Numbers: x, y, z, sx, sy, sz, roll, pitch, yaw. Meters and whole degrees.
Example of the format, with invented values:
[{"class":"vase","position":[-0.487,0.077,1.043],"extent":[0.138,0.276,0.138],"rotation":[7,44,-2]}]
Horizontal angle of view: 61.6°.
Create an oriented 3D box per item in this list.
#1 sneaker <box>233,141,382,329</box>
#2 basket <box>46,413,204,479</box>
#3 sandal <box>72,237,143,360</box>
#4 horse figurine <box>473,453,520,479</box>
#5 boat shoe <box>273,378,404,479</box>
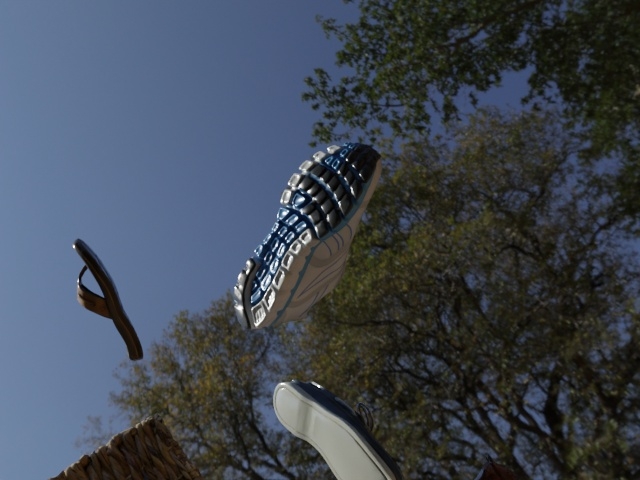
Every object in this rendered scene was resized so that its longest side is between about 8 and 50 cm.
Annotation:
[{"class":"sneaker","position":[0.000,0.000,0.474],"extent":[0.083,0.071,0.190],"rotation":[12,-59,-45]},{"class":"basket","position":[-0.223,0.434,0.707],"extent":[0.213,0.299,0.223],"rotation":[-30,-31,-30]},{"class":"sandal","position":[-0.352,0.101,0.862],"extent":[0.060,0.090,0.219],"rotation":[-25,-81,-19]},{"class":"horse figurine","position":[0.268,0.402,0.636],"extent":[0.174,0.263,0.066],"rotation":[-44,-50,-22]},{"class":"boat shoe","position":[0.031,0.278,0.773],"extent":[0.079,0.254,0.095],"rotation":[-3,-76,-40]}]
